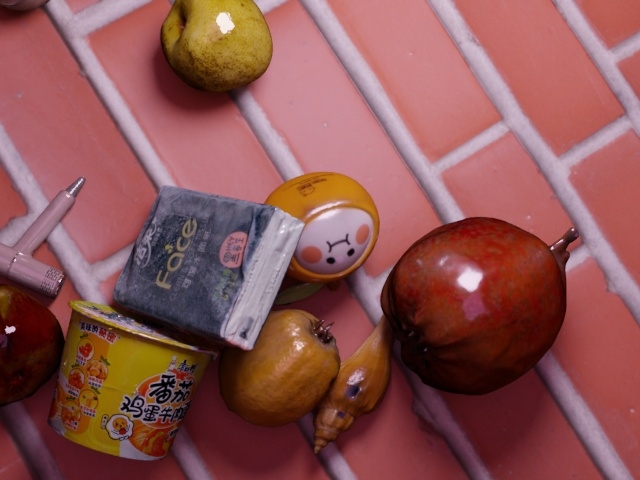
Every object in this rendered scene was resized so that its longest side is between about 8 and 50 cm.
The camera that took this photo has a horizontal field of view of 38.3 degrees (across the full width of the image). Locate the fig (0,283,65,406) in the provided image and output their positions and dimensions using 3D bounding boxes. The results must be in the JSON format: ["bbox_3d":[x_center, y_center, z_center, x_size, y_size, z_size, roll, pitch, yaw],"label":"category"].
[{"bbox_3d":[-0.555,0.129,1.514,0.190,0.191,0.290,-38,82,-10],"label":"fig"}]

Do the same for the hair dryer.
[{"bbox_3d":[-0.508,-0.036,1.619,0.195,0.053,0.220,24,78,-5],"label":"hair dryer"}]

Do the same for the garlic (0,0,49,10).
[{"bbox_3d":[-0.535,-0.543,1.621,0.291,0.237,0.210,22,65,35],"label":"garlic"}]

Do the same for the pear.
[{"bbox_3d":[-0.178,-0.356,1.641,0.197,0.197,0.198,1,81,-6],"label":"pear"}]

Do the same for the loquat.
[{"bbox_3d":[-0.066,0.212,1.561,0.234,0.176,0.187,-39,67,2],"label":"loquat"}]

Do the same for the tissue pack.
[{"bbox_3d":[-0.190,0.040,1.528,0.103,0.315,0.228,34,74,-43],"label":"tissue pack"}]

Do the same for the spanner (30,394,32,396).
[{"bbox_3d":[-0.652,0.233,1.578,0.325,0.026,0.093,11,79,-3],"label":"spanner"}]

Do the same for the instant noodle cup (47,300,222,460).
[{"bbox_3d":[-0.319,0.229,1.507,0.264,0.264,0.200,20,88,-2],"label":"instant noodle cup"}]

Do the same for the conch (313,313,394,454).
[{"bbox_3d":[0.077,0.231,1.619,0.109,0.093,0.330,32,78,5],"label":"conch"}]

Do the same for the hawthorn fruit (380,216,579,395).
[{"bbox_3d":[0.262,0.102,1.568,0.308,0.308,0.324,50,49,3],"label":"hawthorn fruit"}]

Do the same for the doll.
[{"bbox_3d":[0.000,0.000,1.617,0.213,0.213,0.236,-13,124,-8],"label":"doll"}]
